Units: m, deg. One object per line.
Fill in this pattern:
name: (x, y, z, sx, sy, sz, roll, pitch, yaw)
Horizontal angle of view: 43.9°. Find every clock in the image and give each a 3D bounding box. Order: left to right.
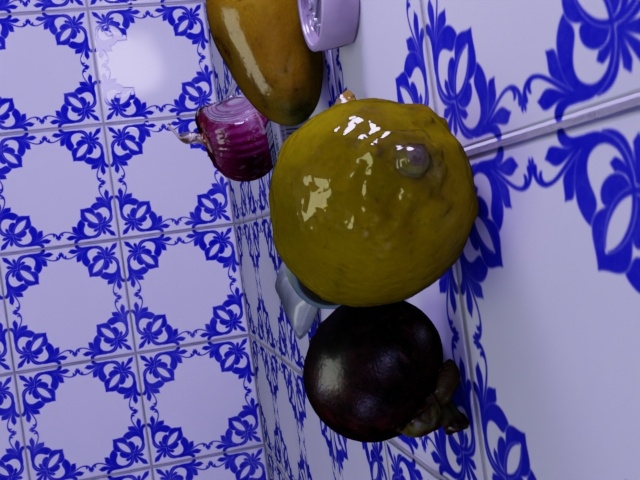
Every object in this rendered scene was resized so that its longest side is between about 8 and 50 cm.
clock: (0.011, -0.446, 1.444, 0.197, 0.068, 0.196, 172, 90, -78)

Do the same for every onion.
onion: (-0.222, -0.275, 2.227, 0.256, 0.272, 0.230, 44, -168, -53)

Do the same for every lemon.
lemon: (0.062, -0.051, 1.021, 0.316, 0.286, 0.285, 66, -175, -53)

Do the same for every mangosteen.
mangosteen: (0.104, 0.204, 1.183, 0.265, 0.228, 0.228, 29, 142, 19)

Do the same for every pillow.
pillow: (-0.065, 0.138, 2.119, 0.254, 0.078, 0.144, -119, 34, -57)

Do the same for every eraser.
eraser: (-0.061, -0.164, 1.888, 0.130, 0.086, 0.287, 135, 126, -74)

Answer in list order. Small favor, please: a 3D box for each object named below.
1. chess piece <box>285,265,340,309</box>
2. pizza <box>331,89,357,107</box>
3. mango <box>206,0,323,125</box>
chess piece: (0.000, 0.000, 1.567, 0.298, 0.176, 0.175, -115, 21, -63)
pizza: (0.067, -0.128, 1.420, 0.134, 0.056, 0.271, 135, 122, -71)
mango: (-0.103, -0.408, 1.634, 0.264, 0.221, 0.378, 105, 147, -74)
